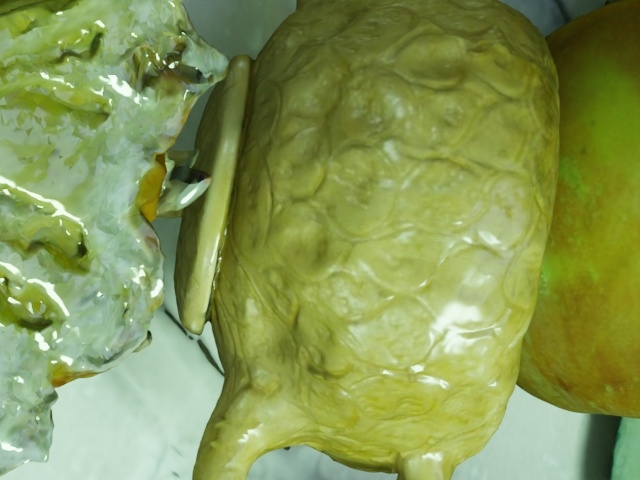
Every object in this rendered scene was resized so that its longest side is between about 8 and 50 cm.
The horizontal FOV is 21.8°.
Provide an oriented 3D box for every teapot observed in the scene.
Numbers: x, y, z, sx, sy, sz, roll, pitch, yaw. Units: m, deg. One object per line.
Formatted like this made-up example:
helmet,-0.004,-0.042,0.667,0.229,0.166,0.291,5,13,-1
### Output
teapot,0.000,0.000,0.686,0.203,0.167,0.311,107,-8,-72

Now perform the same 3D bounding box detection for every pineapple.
pineapple,-0.134,-0.011,0.574,0.186,0.114,0.236,35,68,-33

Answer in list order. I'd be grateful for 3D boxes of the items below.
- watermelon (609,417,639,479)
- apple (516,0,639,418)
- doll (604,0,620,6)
watermelon,0.288,0.123,0.955,0.250,0.292,0.283,40,72,-21
apple,0.181,-0.016,0.827,0.237,0.237,0.207,5,85,-47
doll,0.265,-0.125,0.971,0.296,0.141,0.117,-19,79,-39
